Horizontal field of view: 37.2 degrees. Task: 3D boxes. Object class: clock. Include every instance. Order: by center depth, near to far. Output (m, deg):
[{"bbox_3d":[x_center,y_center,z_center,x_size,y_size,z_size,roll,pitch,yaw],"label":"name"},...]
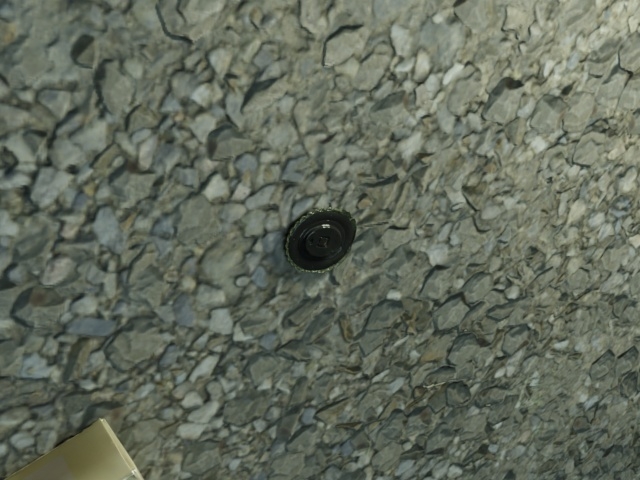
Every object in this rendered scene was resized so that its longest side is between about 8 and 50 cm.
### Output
[{"bbox_3d":[0.000,0.000,0.957,0.083,0.010,0.074,4,115,-37],"label":"clock"}]

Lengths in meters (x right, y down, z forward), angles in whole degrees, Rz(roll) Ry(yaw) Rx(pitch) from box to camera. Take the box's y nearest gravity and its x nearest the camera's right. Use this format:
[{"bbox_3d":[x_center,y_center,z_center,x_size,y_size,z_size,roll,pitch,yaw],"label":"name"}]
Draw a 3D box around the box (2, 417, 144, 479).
[{"bbox_3d":[-0.254,0.299,0.912,0.212,0.095,0.168,-32,128,-15],"label":"box"}]
